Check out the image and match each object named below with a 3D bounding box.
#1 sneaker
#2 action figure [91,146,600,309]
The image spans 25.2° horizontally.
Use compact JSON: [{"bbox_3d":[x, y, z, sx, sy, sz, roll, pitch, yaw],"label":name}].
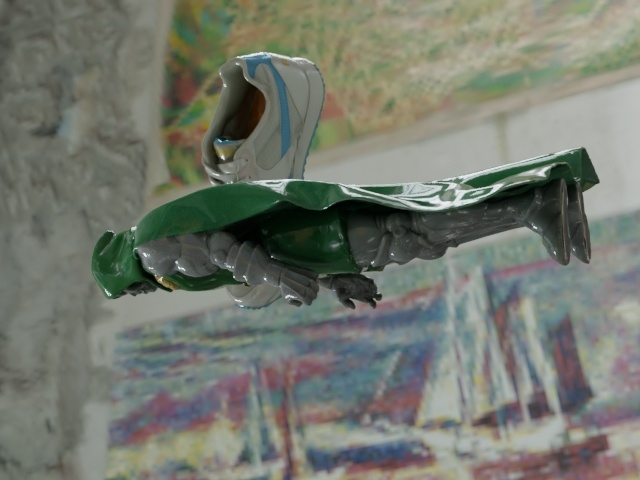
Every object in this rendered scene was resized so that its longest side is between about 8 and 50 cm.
[{"bbox_3d":[-0.063,-0.052,1.266,0.092,0.087,0.229,2,-84,-47],"label":"sneaker"},{"bbox_3d":[0.000,0.000,0.643,0.137,0.232,0.064,6,-101,-68],"label":"action figure"}]
